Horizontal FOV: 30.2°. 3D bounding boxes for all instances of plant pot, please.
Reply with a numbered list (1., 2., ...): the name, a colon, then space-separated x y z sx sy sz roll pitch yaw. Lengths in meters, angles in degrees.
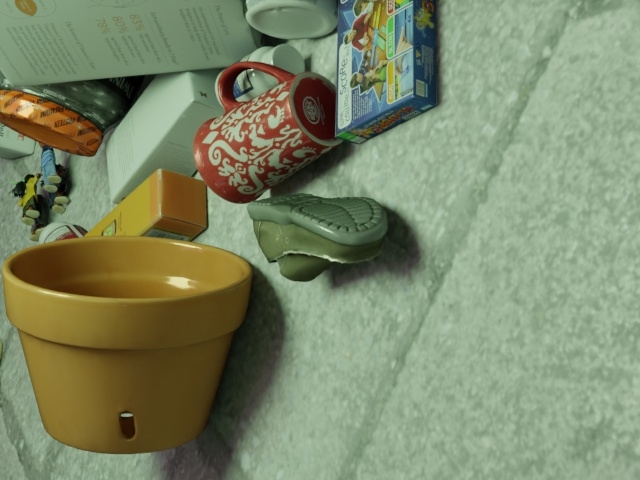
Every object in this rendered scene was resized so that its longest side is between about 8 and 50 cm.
1. plant pot: -0.230 0.125 1.420 0.291 0.291 0.203 23 114 56

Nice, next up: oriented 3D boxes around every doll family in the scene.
1. doll family: -0.472 -0.095 2.010 0.193 0.076 0.111 -44 40 31

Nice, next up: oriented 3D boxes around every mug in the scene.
1. mug: -0.065 -0.136 1.377 0.169 0.150 0.113 -24 16 45

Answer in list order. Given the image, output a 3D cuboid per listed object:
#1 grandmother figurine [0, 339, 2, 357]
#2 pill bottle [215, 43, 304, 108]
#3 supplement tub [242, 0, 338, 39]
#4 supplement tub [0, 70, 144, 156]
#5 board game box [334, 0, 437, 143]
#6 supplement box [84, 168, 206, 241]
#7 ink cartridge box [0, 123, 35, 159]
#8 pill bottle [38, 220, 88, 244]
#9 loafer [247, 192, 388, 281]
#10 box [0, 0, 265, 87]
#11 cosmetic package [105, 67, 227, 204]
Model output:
1. grandmother figurine: -0.720 0.189 2.017 0.104 0.342 0.208 -42 47 40
2. pill bottle: -0.074 -0.201 1.470 0.120 0.067 0.067 -19 63 51
3. supplement tub: -0.028 -0.347 1.413 0.117 0.117 0.190 -14 67 53
4. supplement tub: -0.342 -0.307 1.729 0.207 0.207 0.338 6 73 56
5. board game box: 0.070 -0.221 1.298 0.136 0.035 0.201 -21 61 50
6. supplement box: -0.248 -0.011 1.647 0.233 0.080 0.078 -32 53 44
7. ink cartridge box: -0.654 -0.285 2.145 0.121 0.289 0.211 -2 77 52
8. pill bottle: -0.378 0.024 1.814 0.152 0.086 0.086 35 107 55
9. loafer: 0.000 0.000 1.290 0.251 0.094 0.087 -164 64 -65
10. box: -0.257 -0.332 1.488 0.215 0.345 0.168 71 -163 -62
11. cosmetic package: -0.207 -0.152 1.633 0.231 0.085 0.117 -42 46 37
